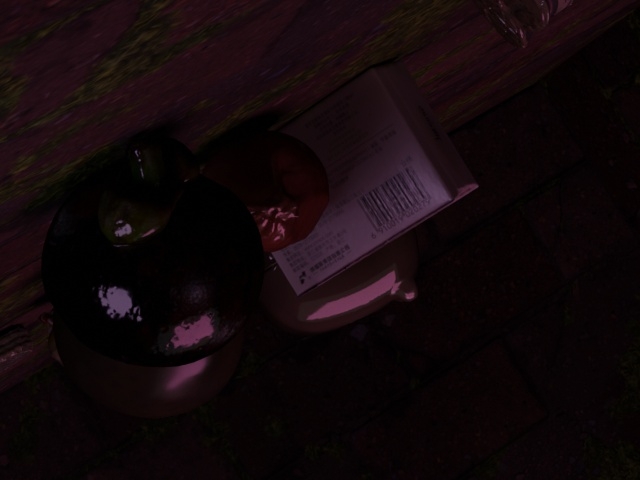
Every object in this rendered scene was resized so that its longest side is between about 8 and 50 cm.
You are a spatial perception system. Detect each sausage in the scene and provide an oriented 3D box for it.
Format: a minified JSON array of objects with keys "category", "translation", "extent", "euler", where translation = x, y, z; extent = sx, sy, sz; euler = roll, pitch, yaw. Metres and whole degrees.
[{"category":"sausage","translation":[-0.063,-0.060,1.994],"extent":[0.148,0.148,0.254],"euler":[-32,173,6]}]

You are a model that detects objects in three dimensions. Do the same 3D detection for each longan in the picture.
[{"category":"longan","translation":[-0.212,0.103,2.178],"extent":[0.258,0.258,0.258],"euler":[-31,178,-1]}]

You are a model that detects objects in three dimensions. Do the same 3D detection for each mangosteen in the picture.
[{"category":"mangosteen","translation":[-0.155,0.007,1.630],"extent":[0.216,0.216,0.216],"euler":[-31,178,-1]}]

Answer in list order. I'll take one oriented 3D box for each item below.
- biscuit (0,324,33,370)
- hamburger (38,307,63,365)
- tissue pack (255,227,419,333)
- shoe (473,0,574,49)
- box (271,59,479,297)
[{"category":"biscuit","translation":[-0.523,0.193,2.563],"extent":[0.147,0.046,0.250],"euler":[-34,177,43]},{"category":"hamburger","translation":[-0.280,0.105,2.519],"extent":[0.227,0.151,0.295],"euler":[-28,176,14]},{"category":"tissue pack","translation":[0.000,0.000,2.471],"extent":[0.267,0.277,0.387],"euler":[-29,177,-2]},{"category":"shoe","translation":[0.235,-0.281,1.926],"extent":[0.092,0.089,0.180],"euler":[-43,-178,-9]},{"category":"box","translation":[0.036,-0.078,2.177],"extent":[0.260,0.194,0.111],"euler":[-32,178,29]}]
